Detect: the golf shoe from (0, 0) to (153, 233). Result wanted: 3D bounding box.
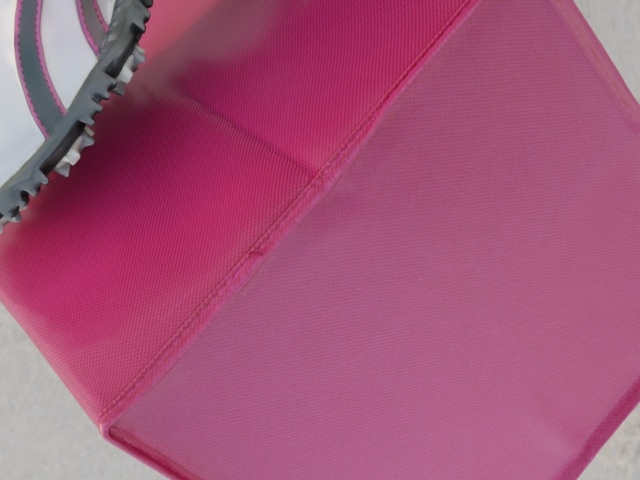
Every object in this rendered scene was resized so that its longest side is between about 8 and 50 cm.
[{"bbox_3d":[-0.116,-0.120,0.509,0.120,0.105,0.273,32,91,-20],"label":"golf shoe"}]

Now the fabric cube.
[{"bbox_3d":[0.000,0.000,0.619,0.259,0.258,0.254,-48,130,-5],"label":"fabric cube"}]
